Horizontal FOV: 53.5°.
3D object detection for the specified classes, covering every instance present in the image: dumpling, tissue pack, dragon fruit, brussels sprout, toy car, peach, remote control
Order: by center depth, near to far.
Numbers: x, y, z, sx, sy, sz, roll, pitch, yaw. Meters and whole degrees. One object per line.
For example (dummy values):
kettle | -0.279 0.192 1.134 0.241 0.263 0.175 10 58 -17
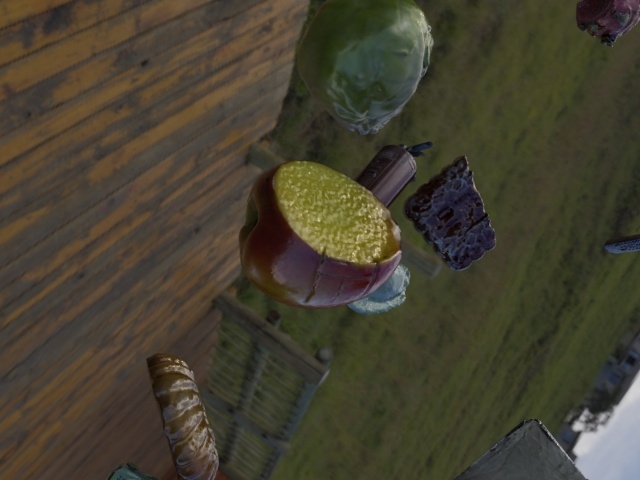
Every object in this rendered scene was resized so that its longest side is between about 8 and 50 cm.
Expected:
peach | 0.000 0.000 1.087 0.245 0.275 0.248 133 -30 -69
tissue pack | 0.413 0.505 1.157 0.210 0.198 0.370 -41 135 -2
brussels sprout | 0.088 -0.396 1.385 0.242 0.274 0.316 -98 -150 -47
dumpling | 0.105 0.074 1.388 0.105 0.217 0.149 -48 -162 30
remote control | 0.683 0.005 1.393 0.027 0.044 0.152 -52 -172 -13
dragon fruit | 0.632 -0.487 1.402 0.147 0.102 0.096 4 -104 59
toy car | -0.397 0.605 1.476 0.090 0.224 0.076 -59 -172 -10

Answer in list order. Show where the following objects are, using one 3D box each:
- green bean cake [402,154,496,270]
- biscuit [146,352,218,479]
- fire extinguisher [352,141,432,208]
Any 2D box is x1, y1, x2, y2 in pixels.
green bean cake | 0.330 -0.057 1.545 0.199 0.232 0.097 -36 180 5
biscuit | -0.310 0.407 1.449 0.107 0.325 0.325 -20 155 -15
fire extinguisher | 0.128 -0.119 1.293 0.269 0.105 0.104 -47 164 -33
